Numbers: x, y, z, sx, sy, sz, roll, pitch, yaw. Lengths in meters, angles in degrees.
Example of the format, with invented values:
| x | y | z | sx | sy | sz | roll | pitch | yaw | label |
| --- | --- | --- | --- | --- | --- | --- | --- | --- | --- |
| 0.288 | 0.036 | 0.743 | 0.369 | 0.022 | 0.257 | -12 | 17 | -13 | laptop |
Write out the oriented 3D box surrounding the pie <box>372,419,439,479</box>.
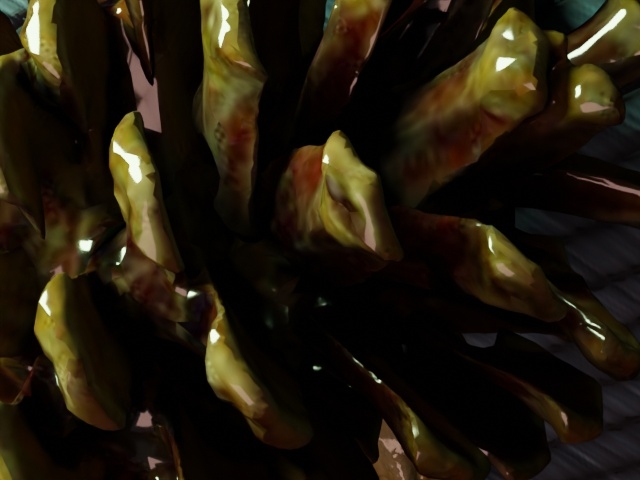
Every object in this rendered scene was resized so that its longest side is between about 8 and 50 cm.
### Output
| x | y | z | sx | sy | sz | roll | pitch | yaw | label |
| --- | --- | --- | --- | --- | --- | --- | --- | --- | --- |
| -0.007 | 0.146 | 1.037 | 0.205 | 0.084 | 0.179 | 5 | 128 | 30 | pie |

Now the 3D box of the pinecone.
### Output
| x | y | z | sx | sy | sz | roll | pitch | yaw | label |
| --- | --- | --- | --- | --- | --- | --- | --- | --- | --- |
| 0.000 | 0.000 | 0.760 | 0.384 | 0.384 | 0.384 | 15 | 132 | 18 | pinecone |
